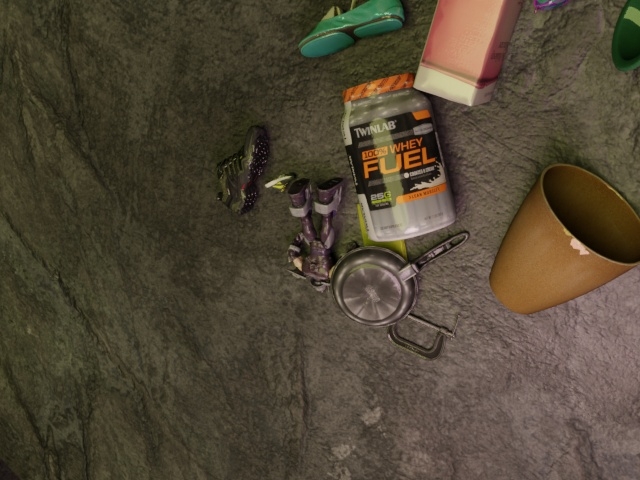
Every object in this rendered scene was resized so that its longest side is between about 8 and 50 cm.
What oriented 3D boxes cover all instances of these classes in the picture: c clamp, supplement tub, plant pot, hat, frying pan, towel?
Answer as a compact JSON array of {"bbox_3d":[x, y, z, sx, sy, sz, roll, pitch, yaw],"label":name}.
[{"bbox_3d":[0.229,0.201,1.683,0.160,0.022,0.137,17,115,22],"label":"c clamp"},{"bbox_3d":[0.154,-0.169,1.523,0.193,0.193,0.316,-11,98,30],"label":"supplement tub"},{"bbox_3d":[0.442,0.026,1.419,0.237,0.237,0.254,44,132,11],"label":"plant pot"},{"bbox_3d":[0.632,-0.342,1.287,0.183,0.209,0.173,16,159,-10],"label":"hat"},{"bbox_3d":[0.177,0.100,1.638,0.326,0.053,0.197,-8,109,16],"label":"frying pan"},{"bbox_3d":[0.144,0.029,1.680,0.102,0.021,0.237,-5,100,28],"label":"towel"}]

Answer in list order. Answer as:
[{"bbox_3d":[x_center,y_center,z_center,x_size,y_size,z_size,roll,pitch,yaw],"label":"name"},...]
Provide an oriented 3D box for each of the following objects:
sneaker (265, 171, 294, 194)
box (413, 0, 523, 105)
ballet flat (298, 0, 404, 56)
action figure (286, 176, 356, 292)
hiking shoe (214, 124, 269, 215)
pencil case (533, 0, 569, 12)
[{"bbox_3d":[-0.091,-0.134,1.761,0.083,0.031,0.035,-19,107,35],"label":"sneaker"},{"bbox_3d":[0.286,-0.389,1.421,0.126,0.148,0.232,23,114,20],"label":"box"},{"bbox_3d":[0.064,-0.461,1.572,0.247,0.083,0.087,-11,73,30],"label":"ballet flat"},{"bbox_3d":[0.000,0.000,1.708,0.185,0.099,0.285,7,120,20],"label":"action figure"},{"bbox_3d":[-0.199,-0.175,1.772,0.114,0.086,0.227,25,114,17],"label":"hiking shoe"},{"bbox_3d":[0.413,-0.504,1.372,0.070,0.064,0.152,-13,96,14],"label":"pencil case"}]
